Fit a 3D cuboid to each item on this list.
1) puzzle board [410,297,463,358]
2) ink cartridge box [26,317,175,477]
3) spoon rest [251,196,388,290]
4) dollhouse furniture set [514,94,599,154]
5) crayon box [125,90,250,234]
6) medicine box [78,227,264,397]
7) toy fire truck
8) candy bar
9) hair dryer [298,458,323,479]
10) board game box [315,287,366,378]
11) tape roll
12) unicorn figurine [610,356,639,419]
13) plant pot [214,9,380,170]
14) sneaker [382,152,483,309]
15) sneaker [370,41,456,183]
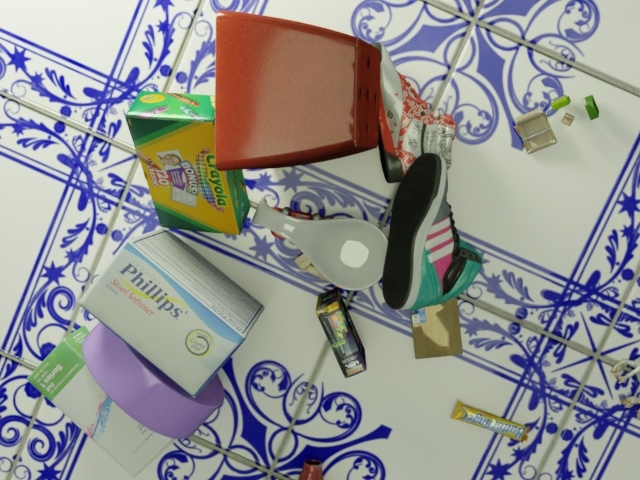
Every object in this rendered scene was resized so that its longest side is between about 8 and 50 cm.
[{"bbox_3d":[0.232,0.171,1.618,0.096,0.011,0.128,-6,95,5],"label":"puzzle board"},{"bbox_3d":[-0.398,0.298,1.570,0.278,0.201,0.117,44,97,-3],"label":"ink cartridge box"},{"bbox_3d":[0.000,0.000,1.527,0.276,0.084,0.137,23,96,0],"label":"spoon rest"},{"bbox_3d":[0.457,-0.233,1.556,0.151,0.058,0.076,-22,103,24],"label":"dollhouse furniture set"},{"bbox_3d":[-0.236,-0.139,1.487,0.165,0.081,0.278,6,137,13],"label":"crayon box"},{"bbox_3d":[-0.263,0.121,1.499,0.263,0.289,0.149,40,97,-1],"label":"medicine box"},{"bbox_3d":[-0.012,0.014,1.596,0.192,0.047,0.135,11,96,1],"label":"toy fire truck"},{"bbox_3d":[0.346,0.368,1.630,0.161,0.018,0.040,20,97,2],"label":"candy bar"},{"bbox_3d":[-0.093,0.563,1.644,0.223,0.080,0.293,45,96,-2],"label":"hair dryer"},{"bbox_3d":[0.041,0.173,1.549,0.048,0.170,0.141,-25,95,4],"label":"board game box"},{"bbox_3d":[-0.312,0.242,1.523,0.275,0.275,0.090,43,98,-2],"label":"tape roll"},{"bbox_3d":[0.638,0.265,1.588,0.111,0.060,0.162,-19,111,5],"label":"unicorn figurine"},{"bbox_3d":[-0.026,-0.257,1.432,0.236,0.267,0.267,3,97,17],"label":"plant pot"},{"bbox_3d":[0.231,-0.008,1.521,0.178,0.124,0.295,7,98,-35],"label":"sneaker"},{"bbox_3d":[0.175,-0.251,1.541,0.145,0.090,0.270,-10,93,-4],"label":"sneaker"}]
